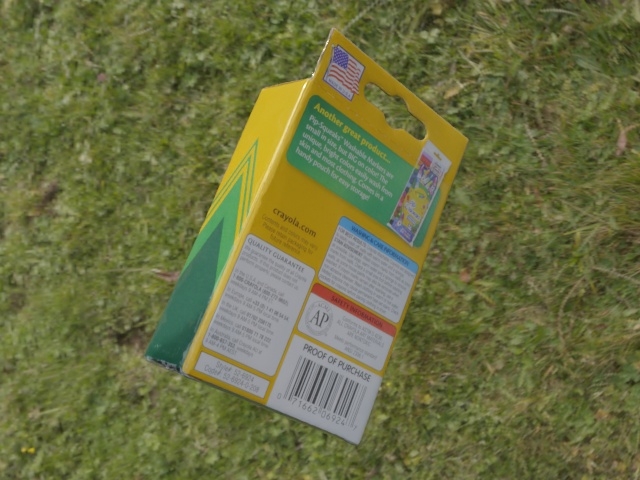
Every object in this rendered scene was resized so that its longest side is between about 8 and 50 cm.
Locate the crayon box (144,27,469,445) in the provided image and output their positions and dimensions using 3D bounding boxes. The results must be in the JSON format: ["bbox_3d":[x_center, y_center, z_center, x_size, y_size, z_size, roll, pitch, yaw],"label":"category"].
[{"bbox_3d":[0.000,0.000,0.710,0.083,0.203,0.323,4,68,53],"label":"crayon box"}]
